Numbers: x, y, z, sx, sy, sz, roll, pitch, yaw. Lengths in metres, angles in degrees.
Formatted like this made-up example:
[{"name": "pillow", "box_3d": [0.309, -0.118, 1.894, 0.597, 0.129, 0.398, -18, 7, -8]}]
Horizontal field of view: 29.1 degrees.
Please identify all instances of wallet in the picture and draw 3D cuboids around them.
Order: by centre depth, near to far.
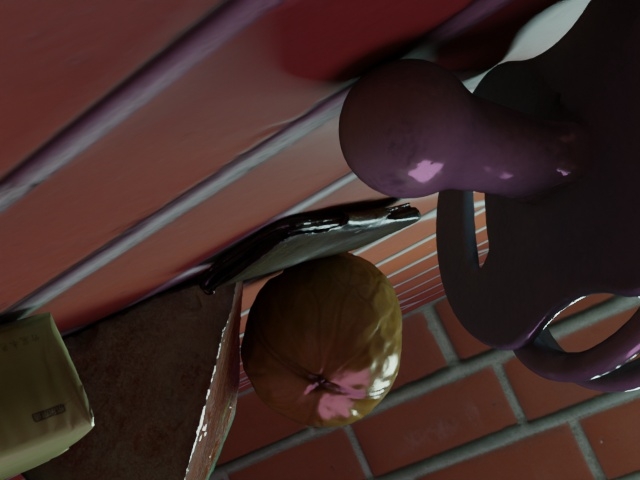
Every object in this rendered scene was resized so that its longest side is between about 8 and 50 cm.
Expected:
[{"name": "wallet", "box_3d": [0.000, 0.000, 1.267, 0.137, 0.031, 0.255, -29, 171, 34]}]

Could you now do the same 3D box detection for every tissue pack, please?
[{"name": "tissue pack", "box_3d": [-0.334, 0.161, 1.046, 0.234, 0.125, 0.159, -17, 171, -40]}]

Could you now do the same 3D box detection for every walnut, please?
[{"name": "walnut", "box_3d": [0.007, 0.110, 1.422, 0.195, 0.195, 0.222, -25, -171, 17]}]

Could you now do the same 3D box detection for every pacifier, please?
[{"name": "pacifier", "box_3d": [0.118, -0.043, 0.781, 0.233, 0.244, 0.299, 15, 154, -23]}]

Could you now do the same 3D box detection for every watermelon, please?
[{"name": "watermelon", "box_3d": [-0.158, 0.190, 1.327, 0.292, 0.250, 0.283, -25, 177, 35]}]
